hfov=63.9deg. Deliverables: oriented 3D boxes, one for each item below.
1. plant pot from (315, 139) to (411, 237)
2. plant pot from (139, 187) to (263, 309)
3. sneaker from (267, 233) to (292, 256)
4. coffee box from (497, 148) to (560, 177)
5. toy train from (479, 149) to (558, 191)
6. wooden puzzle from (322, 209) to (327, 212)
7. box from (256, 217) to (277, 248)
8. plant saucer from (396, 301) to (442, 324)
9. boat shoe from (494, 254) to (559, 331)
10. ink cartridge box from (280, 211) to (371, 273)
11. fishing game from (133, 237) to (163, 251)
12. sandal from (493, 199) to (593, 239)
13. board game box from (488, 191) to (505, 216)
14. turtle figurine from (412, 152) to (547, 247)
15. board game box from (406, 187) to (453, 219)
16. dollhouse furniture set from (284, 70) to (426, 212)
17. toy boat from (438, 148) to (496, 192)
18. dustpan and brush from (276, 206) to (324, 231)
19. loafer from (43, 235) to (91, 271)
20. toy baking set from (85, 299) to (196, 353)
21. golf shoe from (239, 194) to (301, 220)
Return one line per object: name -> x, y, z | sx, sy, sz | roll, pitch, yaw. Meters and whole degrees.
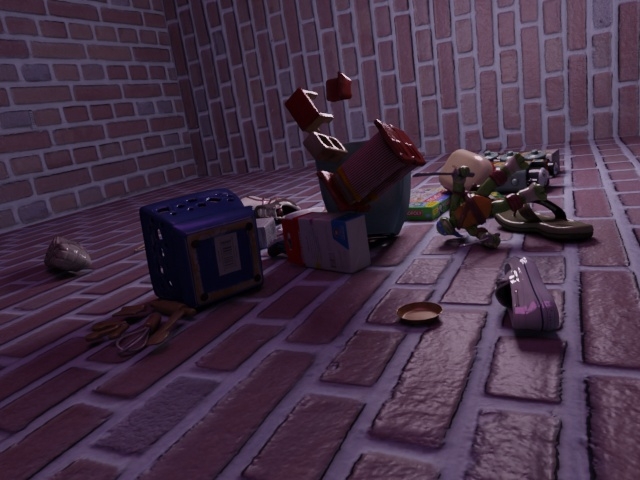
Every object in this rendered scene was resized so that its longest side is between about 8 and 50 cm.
plant pot -> 0.135, -0.132, 1.461 | 0.248, 0.252, 0.247 | -5, -5, 15
plant pot -> -0.267, 0.021, 1.211 | 0.236, 0.236, 0.212 | -17, 22, -32
sneaker -> -0.082, 0.020, 1.434 | 0.166, 0.076, 0.065 | -27, -22, 31
coffee box -> 0.836, -0.311, 2.110 | 0.247, 0.098, 0.141 | 3, 18, 37
toy train -> 0.687, -0.244, 1.893 | 0.334, 0.142, 0.190 | 6, 32, 40
wooden puzzle -> 0.085, -0.088, 1.703 | 0.221, 0.044, 0.239 | -28, 22, -21
box -> -0.224, -0.020, 1.651 | 0.137, 0.072, 0.126 | -5, 15, 11
plant saucer -> 0.179, 0.133, 0.928 | 0.083, 0.015, 0.083 | -8, 14, 2
boat shoe -> 0.340, 0.083, 0.891 | 0.076, 0.083, 0.226 | -5, 15, 8
ink cartridge box -> 0.009, 0.000, 1.308 | 0.231, 0.134, 0.078 | 6, 21, 44
fishing game -> -0.516, -0.006, 1.838 | 0.264, 0.041, 0.189 | -3, 18, 19
sandal -> 0.577, -0.068, 1.333 | 0.120, 0.086, 0.303 | -13, 15, -19
board game box -> 0.542, -0.118, 1.675 | 0.136, 0.030, 0.259 | -9, 14, 7
turtle figurine -> 0.410, -0.095, 1.265 | 0.266, 0.274, 0.197 | -32, 56, 7
board game box -> 0.352, -0.132, 1.805 | 0.214, 0.046, 0.317 | 0, 17, 34
dollhouse furniture set -> 0.058, -0.267, 1.251 | 0.201, 0.374, 0.152 | -42, -20, 26
toy boat -> 0.522, -0.209, 1.750 | 0.151, 0.151, 0.231 | 26, 12, -24
dustpan and brush -> -0.090, -0.068, 1.804 | 0.147, 0.060, 0.211 | -17, -3, 35
loafer -> -0.839, 0.053, 1.704 | 0.111, 0.112, 0.319 | 25, -7, -33
toy baking set -> -0.361, 0.177, 1.061 | 0.256, 0.030, 0.197 | 2, 20, 36
golf shoe -> -0.203, -0.117, 1.909 | 0.273, 0.105, 0.120 | -11, 15, -35
